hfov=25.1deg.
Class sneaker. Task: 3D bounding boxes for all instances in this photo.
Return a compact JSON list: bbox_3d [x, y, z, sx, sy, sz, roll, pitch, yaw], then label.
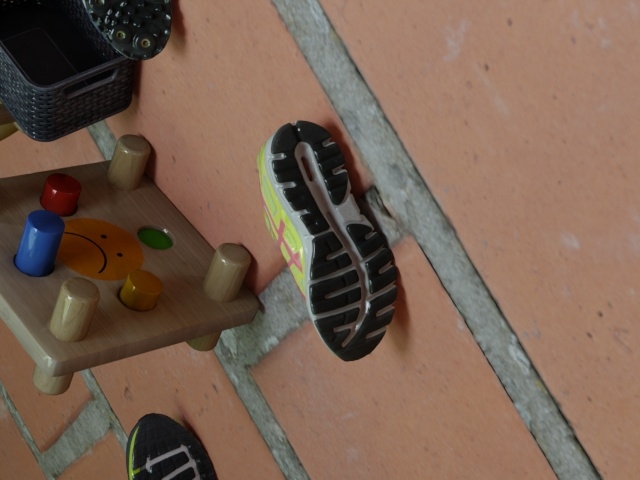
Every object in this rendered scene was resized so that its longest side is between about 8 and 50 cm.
[{"bbox_3d":[-0.190,0.345,1.812,0.121,0.111,0.300,28,135,54],"label":"sneaker"},{"bbox_3d":[0.000,0.000,1.209,0.094,0.081,0.209,3,110,67],"label":"sneaker"},{"bbox_3d":[-0.207,-0.273,1.325,0.237,0.085,0.086,59,179,-1],"label":"sneaker"}]

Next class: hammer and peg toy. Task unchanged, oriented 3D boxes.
[{"bbox_3d":[-0.263,-0.014,1.442,0.361,0.266,0.127,45,129,29],"label":"hammer and peg toy"}]

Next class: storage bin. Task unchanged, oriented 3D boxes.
[{"bbox_3d":[-0.280,-0.201,1.453,0.180,0.122,0.084,50,150,23],"label":"storage bin"}]

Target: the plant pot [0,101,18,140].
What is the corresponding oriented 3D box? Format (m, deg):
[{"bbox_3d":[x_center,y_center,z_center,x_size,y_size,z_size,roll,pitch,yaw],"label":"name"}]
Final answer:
[{"bbox_3d":[-0.348,-0.185,1.609,0.134,0.095,0.134,49,151,39],"label":"plant pot"}]
